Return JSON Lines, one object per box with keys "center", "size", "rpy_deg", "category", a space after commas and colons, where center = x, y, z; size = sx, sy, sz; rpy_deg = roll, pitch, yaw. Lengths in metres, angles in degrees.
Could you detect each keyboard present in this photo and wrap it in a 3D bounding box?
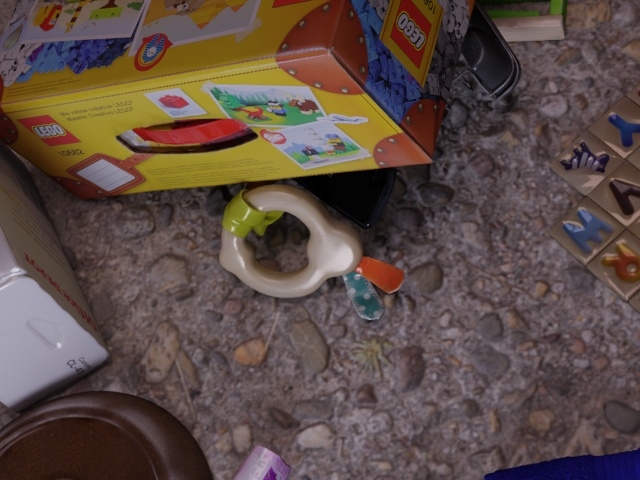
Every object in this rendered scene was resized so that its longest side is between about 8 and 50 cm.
{"center": [0.022, -0.090, 1.408], "size": [0.192, 0.038, 0.100], "rpy_deg": [38, 110, 42], "category": "keyboard"}

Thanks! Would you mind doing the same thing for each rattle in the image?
{"center": [0.000, 0.000, 1.432], "size": [0.199, 0.143, 0.130], "rpy_deg": [12, 98, 7], "category": "rattle"}

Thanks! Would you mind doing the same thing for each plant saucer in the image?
{"center": [-0.257, 0.288, 1.346], "size": [0.310, 0.050, 0.311], "rpy_deg": [-7, 60, 13], "category": "plant saucer"}

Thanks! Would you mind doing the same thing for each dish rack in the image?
{"center": [0.061, -0.180, 1.472], "size": [0.271, 0.074, 0.208], "rpy_deg": [-38, 55, 17], "category": "dish rack"}

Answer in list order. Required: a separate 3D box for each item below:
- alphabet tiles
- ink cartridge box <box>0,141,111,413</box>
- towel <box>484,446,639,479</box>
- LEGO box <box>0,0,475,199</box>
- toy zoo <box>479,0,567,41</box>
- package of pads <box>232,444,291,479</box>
{"center": [0.406, -0.033, 1.329], "size": [0.285, 0.011, 0.342], "rpy_deg": [-41, 58, -7], "category": "alphabet tiles"}
{"center": [-0.370, 0.000, 1.435], "size": [0.131, 0.226, 0.306], "rpy_deg": [-30, 57, 1], "category": "ink cartridge box"}
{"center": [0.298, 0.278, 1.154], "size": [0.308, 0.076, 0.228], "rpy_deg": [-12, 60, 11], "category": "towel"}
{"center": [-0.088, -0.262, 1.422], "size": [0.500, 0.193, 0.373], "rpy_deg": [-4, 58, 38], "category": "LEGO box"}
{"center": [0.199, -0.358, 1.564], "size": [0.192, 0.030, 0.293], "rpy_deg": [1, 63, 18], "category": "toy zoo"}
{"center": [-0.066, 0.244, 1.305], "size": [0.032, 0.050, 0.083], "rpy_deg": [24, 72, 28], "category": "package of pads"}
